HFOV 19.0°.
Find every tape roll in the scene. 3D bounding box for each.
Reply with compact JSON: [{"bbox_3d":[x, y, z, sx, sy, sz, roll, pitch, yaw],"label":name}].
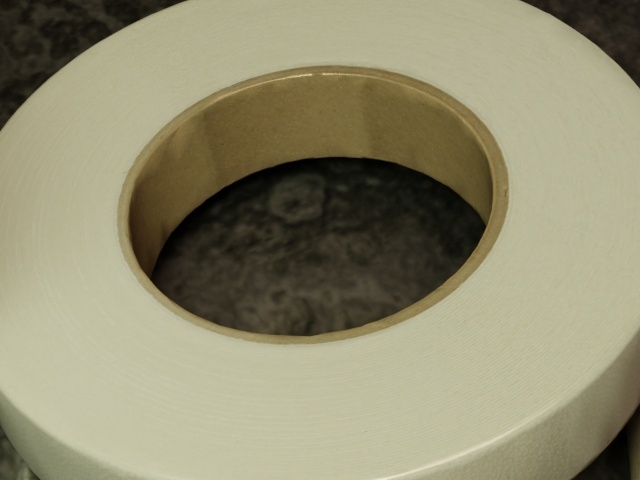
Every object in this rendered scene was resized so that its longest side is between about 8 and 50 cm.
[{"bbox_3d":[0.000,0.000,1.027,0.392,0.072,0.392,-5,46,5],"label":"tape roll"}]

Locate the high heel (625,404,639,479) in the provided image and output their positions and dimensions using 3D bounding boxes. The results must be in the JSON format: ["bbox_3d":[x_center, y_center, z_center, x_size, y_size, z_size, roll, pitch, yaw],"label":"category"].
[{"bbox_3d":[0.237,0.136,1.008,0.181,0.127,0.377,-15,63,-19],"label":"high heel"}]
